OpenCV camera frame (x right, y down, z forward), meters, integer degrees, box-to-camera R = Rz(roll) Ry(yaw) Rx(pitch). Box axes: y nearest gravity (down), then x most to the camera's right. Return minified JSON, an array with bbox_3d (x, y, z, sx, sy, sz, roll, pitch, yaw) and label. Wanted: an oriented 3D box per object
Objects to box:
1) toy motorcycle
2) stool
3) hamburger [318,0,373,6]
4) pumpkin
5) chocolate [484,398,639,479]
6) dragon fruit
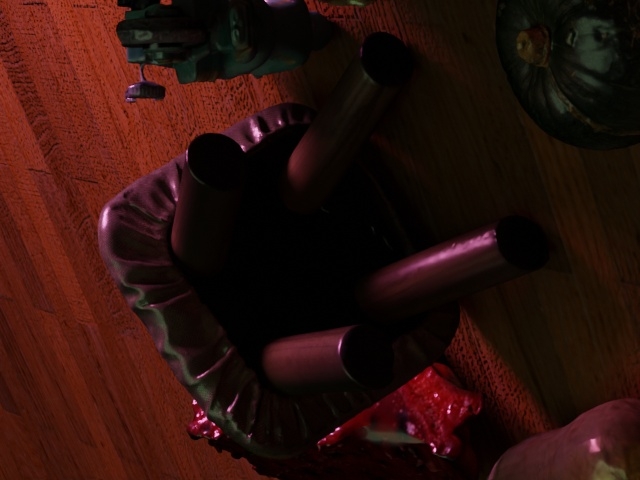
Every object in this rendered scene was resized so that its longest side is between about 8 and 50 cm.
[{"bbox_3d":[-0.092,-0.191,1.876,0.296,0.198,0.109,-24,-69,-81],"label":"toy motorcycle"},{"bbox_3d":[0.000,0.000,1.828,0.310,0.310,0.226,53,145,5],"label":"stool"},{"bbox_3d":[0.007,-0.314,1.523,0.274,0.274,0.212,51,154,10],"label":"hamburger"},{"bbox_3d":[0.213,-0.161,1.475,0.190,0.146,0.190,1,91,47],"label":"pumpkin"},{"bbox_3d":[0.249,0.232,1.854,0.134,0.134,0.309,55,148,3],"label":"chocolate"},{"bbox_3d":[0.073,0.164,2.105,0.329,0.228,0.286,1,154,35],"label":"dragon fruit"}]
